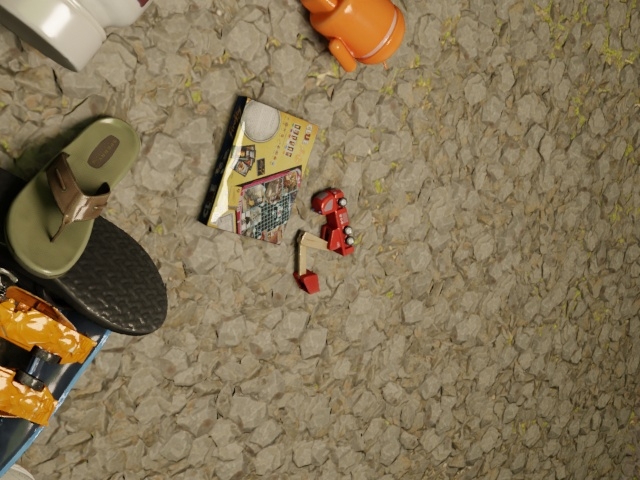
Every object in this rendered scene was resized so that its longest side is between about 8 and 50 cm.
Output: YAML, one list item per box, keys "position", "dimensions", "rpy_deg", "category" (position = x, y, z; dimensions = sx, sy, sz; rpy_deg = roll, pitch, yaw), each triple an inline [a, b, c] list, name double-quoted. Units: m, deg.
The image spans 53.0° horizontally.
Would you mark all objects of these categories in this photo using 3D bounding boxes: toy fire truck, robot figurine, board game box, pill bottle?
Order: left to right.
- position: [-0.476, 0.138, 0.888]
  dimensions: [0.291, 0.085, 0.211]
  rpy_deg: [40, 70, -34]
  category: "robot figurine"
- position: [-0.299, -0.446, 0.886]
  dimensions: [0.224, 0.224, 0.392]
  rpy_deg: [39, 81, -35]
  category: "pill bottle"
- position: [-0.114, -0.127, 1.208]
  dimensions: [0.165, 0.042, 0.243]
  rpy_deg: [16, 95, -35]
  category: "board game box"
- position: [0.000, 0.000, 1.316]
  dimensions: [0.135, 0.047, 0.192]
  rpy_deg: [-22, 114, -25]
  category: "toy fire truck"
- position: [0.068, -0.410, 1.192]
  dimensions: [0.219, 0.128, 0.158]
  rpy_deg: [26, 46, -35]
  category: "robot figurine"

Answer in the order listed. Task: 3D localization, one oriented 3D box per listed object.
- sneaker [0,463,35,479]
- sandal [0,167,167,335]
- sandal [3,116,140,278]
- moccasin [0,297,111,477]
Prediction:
- position: [-0.577, 0.410, 1.017]
  dimensions: [0.262, 0.121, 0.099]
  rpy_deg: [24, 91, -35]
  category: "sneaker"
- position: [-0.436, 0.009, 0.996]
  dimensions: [0.446, 0.107, 0.167]
  rpy_deg: [36, 43, -23]
  category: "sandal"
- position: [-0.364, -0.083, 0.961]
  dimensions: [0.120, 0.086, 0.303]
  rpy_deg: [35, 55, -24]
  category: "sandal"
- position: [-0.478, 0.235, 1.041]
  dimensions: [0.117, 0.138, 0.342]
  rpy_deg: [39, 64, -18]
  category: "moccasin"
